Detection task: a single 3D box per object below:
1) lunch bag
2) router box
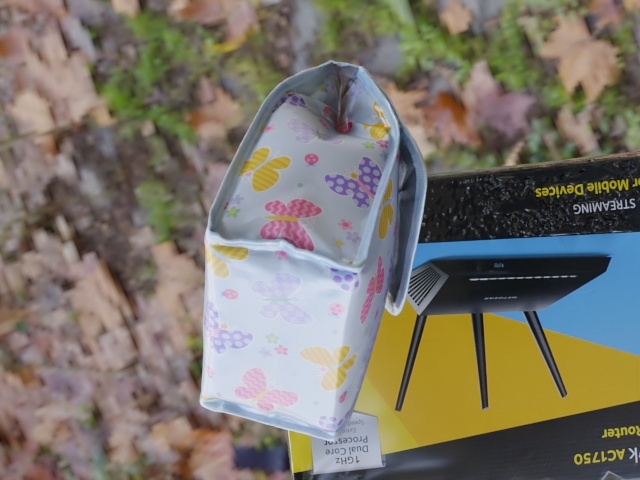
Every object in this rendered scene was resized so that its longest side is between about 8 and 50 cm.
[{"bbox_3d":[0.000,0.000,0.490,0.053,0.083,0.071,12,132,6],"label":"lunch bag"},{"bbox_3d":[0.071,0.036,0.727,0.046,0.179,0.133,-126,30,-85],"label":"router box"}]
